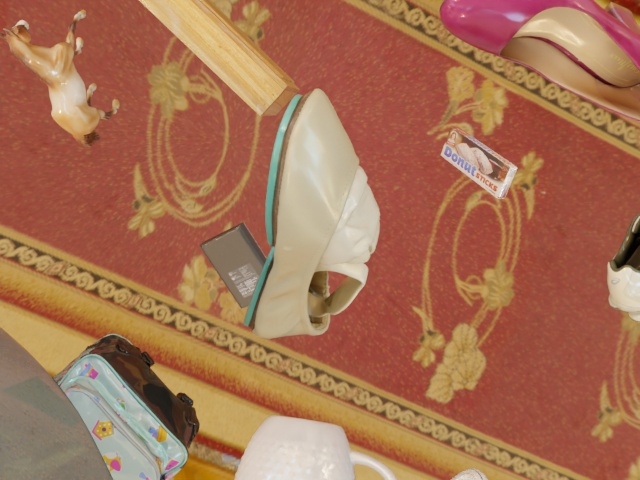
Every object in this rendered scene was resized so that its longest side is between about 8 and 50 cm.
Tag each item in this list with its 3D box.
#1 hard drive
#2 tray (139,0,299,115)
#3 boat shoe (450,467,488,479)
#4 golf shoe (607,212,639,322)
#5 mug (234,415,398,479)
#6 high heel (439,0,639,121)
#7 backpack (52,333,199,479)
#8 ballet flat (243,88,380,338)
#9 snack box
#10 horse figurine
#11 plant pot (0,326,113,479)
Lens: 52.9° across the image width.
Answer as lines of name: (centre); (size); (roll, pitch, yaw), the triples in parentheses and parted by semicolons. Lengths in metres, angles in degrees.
hard drive: (-0.135, 0.044, 1.103); (0.094, 0.022, 0.135); (-24, 105, 28)
tray: (-0.214, -0.382, 1.097); (0.411, 0.203, 0.076); (42, 101, -5)
boat shoe: (0.200, 0.482, 1.100); (0.076, 0.083, 0.226); (40, 86, -36)
golf shoe: (0.331, -0.009, 0.599); (0.176, 0.069, 0.086); (-51, 128, -11)
mug: (-0.009, 0.560, 1.375); (0.375, 0.276, 0.327); (5, 71, 11)
high heel: (0.330, -0.242, 0.843); (0.378, 0.127, 0.181); (-4, 66, -27)
backpack: (-0.245, 0.219, 0.672); (0.188, 0.144, 0.166); (-39, 98, 12)
ballet flat: (0.000, 0.000, 0.446); (0.086, 0.248, 0.086); (5, 57, -8)
snack box: (0.294, -0.149, 1.209); (0.022, 0.178, 0.064); (-4, 124, -29)
horse figurine: (-0.417, -0.259, 1.081); (0.066, 0.174, 0.263); (2, 129, 11)
plant pot: (-0.285, 0.154, 0.389); (0.248, 0.247, 0.252); (-26, 67, -5)
